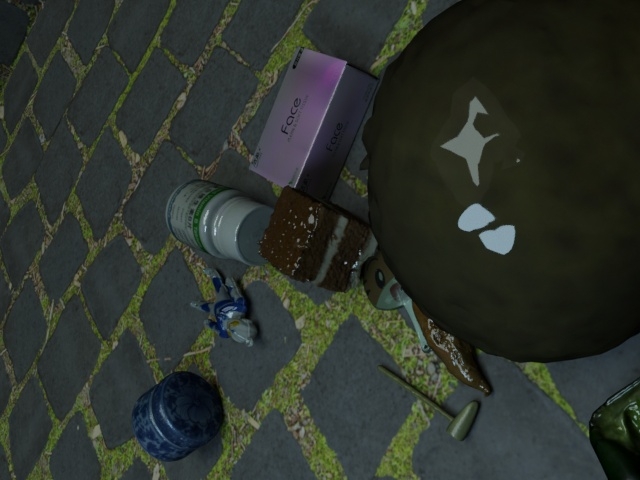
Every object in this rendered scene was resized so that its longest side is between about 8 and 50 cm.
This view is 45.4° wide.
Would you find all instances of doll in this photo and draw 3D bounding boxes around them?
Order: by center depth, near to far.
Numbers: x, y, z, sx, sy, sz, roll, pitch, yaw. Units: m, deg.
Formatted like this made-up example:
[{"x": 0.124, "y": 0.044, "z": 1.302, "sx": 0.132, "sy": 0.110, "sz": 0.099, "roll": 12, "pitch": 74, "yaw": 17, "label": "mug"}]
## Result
[{"x": -0.182, "y": 0.134, "z": 1.479, "sx": 0.227, "sy": 0.057, "sz": 0.114, "roll": 36, "pitch": 101, "yaw": 46, "label": "doll"}]

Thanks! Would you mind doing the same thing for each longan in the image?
[{"x": 0.235, "y": -0.082, "z": 0.869, "sx": 0.404, "sy": 0.404, "sz": 0.435, "roll": 27, "pitch": 101, "yaw": 46, "label": "longan"}]

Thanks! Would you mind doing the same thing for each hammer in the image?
[{"x": 0.152, "y": 0.222, "z": 1.139, "sx": 0.195, "sy": 0.028, "sz": 0.060, "roll": 30, "pitch": 95, "yaw": 47, "label": "hammer"}]

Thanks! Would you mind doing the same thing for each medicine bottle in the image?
[{"x": -0.184, "y": -0.033, "z": 1.466, "sx": 0.237, "sy": 0.139, "sz": 0.139, "roll": 21, "pitch": 94, "yaw": 47, "label": "medicine bottle"}]

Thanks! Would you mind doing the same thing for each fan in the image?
[{"x": 0.130, "y": 0.077, "z": 1.211, "sx": 0.152, "sy": 0.008, "sz": 0.226, "roll": -39, "pitch": 53, "yaw": 32, "label": "fan"}]

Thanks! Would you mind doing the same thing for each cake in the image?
[{"x": 0.000, "y": 0.000, "z": 1.259, "sx": 0.134, "sy": 0.147, "sz": 0.135, "roll": 34, "pitch": 105, "yaw": 49, "label": "cake"}]

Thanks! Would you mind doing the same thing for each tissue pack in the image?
[{"x": -0.013, "y": -0.208, "z": 1.372, "sx": 0.148, "sy": 0.092, "sz": 0.246, "roll": 30, "pitch": 100, "yaw": 44, "label": "tissue pack"}]

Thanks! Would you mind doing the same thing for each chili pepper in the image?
[{"x": 0.423, "y": 0.191, "z": 0.825, "sx": 0.264, "sy": 0.116, "sz": 0.148, "roll": -47, "pitch": 39, "yaw": 25, "label": "chili pepper"}]

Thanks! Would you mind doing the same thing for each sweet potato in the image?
[{"x": 0.183, "y": 0.138, "z": 1.107, "sx": 0.206, "sy": 0.060, "sz": 0.068, "roll": 61, "pitch": 154, "yaw": 25, "label": "sweet potato"}]

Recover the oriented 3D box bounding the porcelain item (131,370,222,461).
[{"x": -0.267, "y": 0.330, "z": 1.446, "sx": 0.114, "sy": 0.147, "sz": 0.147, "roll": -38, "pitch": 55, "yaw": 30, "label": "porcelain item"}]
